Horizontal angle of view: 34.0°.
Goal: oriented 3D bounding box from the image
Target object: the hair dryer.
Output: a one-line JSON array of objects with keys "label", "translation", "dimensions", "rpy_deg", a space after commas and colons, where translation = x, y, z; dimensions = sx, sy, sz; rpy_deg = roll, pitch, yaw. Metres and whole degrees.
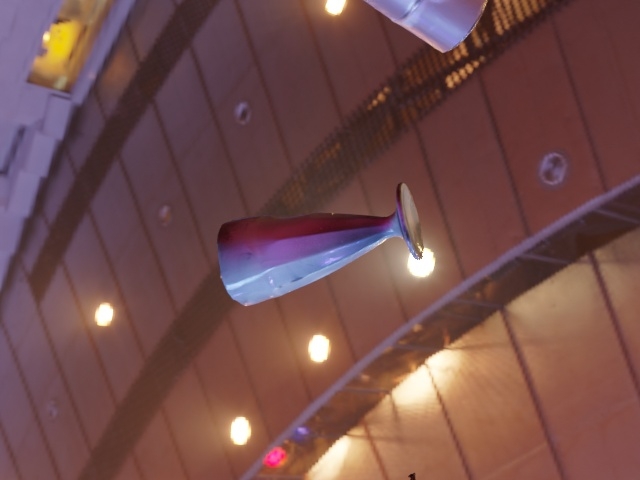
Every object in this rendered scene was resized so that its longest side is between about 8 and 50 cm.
[{"label": "hair dryer", "translation": [0.159, -0.339, 1.228], "dimensions": [0.106, 0.189, 0.344], "rpy_deg": [-64, -161, -14]}]

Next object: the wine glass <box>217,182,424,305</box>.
[{"label": "wine glass", "translation": [0.000, 0.000, 0.836], "dimensions": [0.155, 0.073, 0.073], "rpy_deg": [-16, -116, 16]}]

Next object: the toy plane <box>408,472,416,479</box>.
[{"label": "toy plane", "translation": [0.038, 0.162, 0.532], "dimensions": [0.080, 0.033, 0.083], "rpy_deg": [-36, -145, 36]}]
